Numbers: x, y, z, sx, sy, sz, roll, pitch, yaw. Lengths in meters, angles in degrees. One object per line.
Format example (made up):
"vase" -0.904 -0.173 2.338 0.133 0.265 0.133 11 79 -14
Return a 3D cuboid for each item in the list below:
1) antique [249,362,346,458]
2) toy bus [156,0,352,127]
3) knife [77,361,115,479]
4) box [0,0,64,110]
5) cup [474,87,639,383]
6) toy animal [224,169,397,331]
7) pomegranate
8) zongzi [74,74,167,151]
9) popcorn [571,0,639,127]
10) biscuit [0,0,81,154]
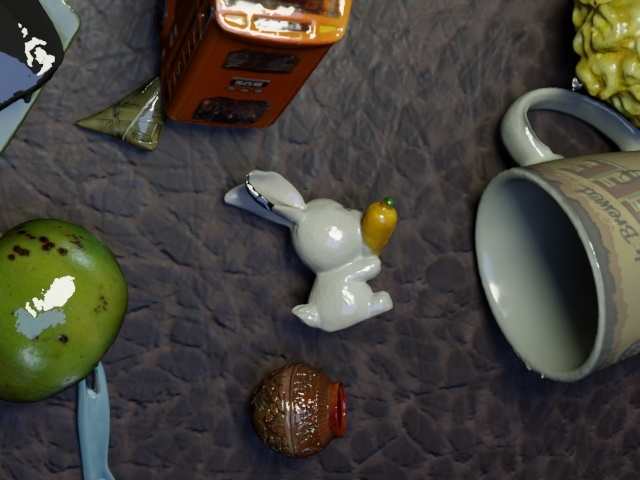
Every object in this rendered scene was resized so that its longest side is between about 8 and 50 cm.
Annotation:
"antique" -0.026 0.177 1.408 0.104 0.104 0.104 -3 103 -14
"toy bus" -0.055 -0.212 1.190 0.143 0.329 0.153 5 73 -16
"knife" -0.226 0.263 1.418 0.045 0.019 0.313 -6 105 -16
"box" -0.414 -0.203 1.213 0.290 0.073 0.289 -31 95 -6
"cup" 0.308 -0.028 1.423 0.257 0.227 0.301 -16 76 -25
"toy animal" 0.000 0.000 1.369 0.127 0.131 0.181 -23 98 -32
"pomegranate" -0.284 0.046 1.275 0.180 0.180 0.209 -43 102 -3
"zongzi" -0.189 -0.135 1.334 0.083 0.040 0.076 20 89 -1
"popcorn" 0.347 -0.208 1.378 0.169 0.189 0.218 -33 120 31
"biscuit" -0.346 -0.107 1.291 0.099 0.038 0.322 33 91 -15
